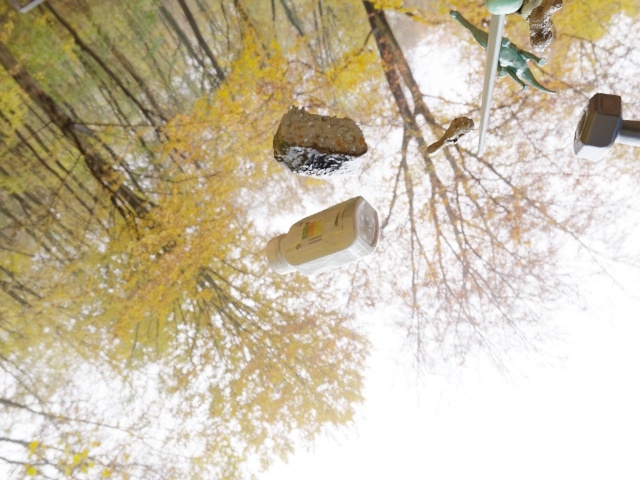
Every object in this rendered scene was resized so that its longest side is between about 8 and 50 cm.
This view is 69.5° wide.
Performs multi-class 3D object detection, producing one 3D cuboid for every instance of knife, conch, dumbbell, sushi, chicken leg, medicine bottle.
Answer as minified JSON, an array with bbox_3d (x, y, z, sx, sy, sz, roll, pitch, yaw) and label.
[{"bbox_3d":[0.145,-0.180,0.383,0.034,0.260,0.063,-1,-124,9],"label":"knife"},{"bbox_3d":[0.608,-0.694,1.349,0.076,0.085,0.056,26,-157,30],"label":"conch"},{"bbox_3d":[0.787,-0.250,1.093,0.324,0.160,0.144,13,-157,15],"label":"dumbbell"},{"bbox_3d":[0.000,-0.231,1.130,0.126,0.225,0.136,133,-36,-56],"label":"sushi"},{"bbox_3d":[0.430,-0.348,1.536,0.197,0.069,0.085,-36,173,-6],"label":"chicken leg"},{"bbox_3d":[0.000,0.000,1.166,0.296,0.111,0.161,-20,-136,38],"label":"medicine bottle"}]

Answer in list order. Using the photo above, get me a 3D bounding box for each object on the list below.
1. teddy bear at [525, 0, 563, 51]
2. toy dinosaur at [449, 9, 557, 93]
[{"bbox_3d":[0.567,-0.561,1.187,0.077,0.160,0.119,10,-120,15],"label":"teddy bear"},{"bbox_3d":[0.658,-0.691,1.678,0.129,0.383,0.331,-51,-147,30],"label":"toy dinosaur"}]
